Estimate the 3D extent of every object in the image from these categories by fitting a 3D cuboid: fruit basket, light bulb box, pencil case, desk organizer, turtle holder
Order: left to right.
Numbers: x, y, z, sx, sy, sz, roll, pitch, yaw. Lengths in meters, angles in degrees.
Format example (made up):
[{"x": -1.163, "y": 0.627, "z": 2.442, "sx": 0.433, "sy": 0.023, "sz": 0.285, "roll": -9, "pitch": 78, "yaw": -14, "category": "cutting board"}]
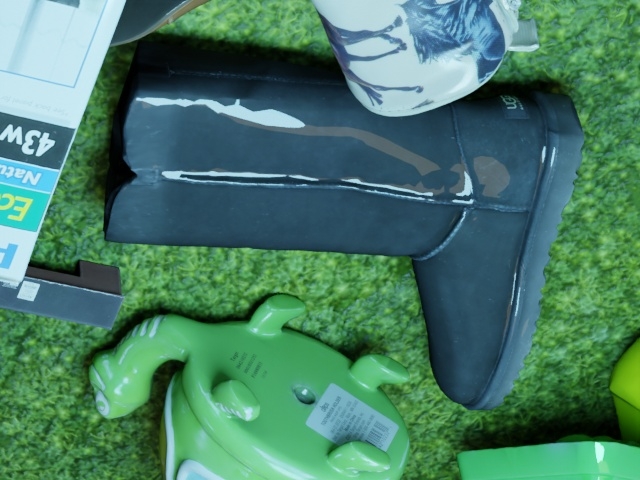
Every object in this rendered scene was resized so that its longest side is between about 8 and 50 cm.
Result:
[{"x": -0.294, "y": -0.226, "z": 1.556, "sx": 0.225, "sy": 0.358, "sz": 0.361, "roll": 14, "pitch": 123, "yaw": -18, "category": "light bulb box"}, {"x": -0.270, "y": 0.047, "z": 1.973, "sx": 0.130, "sy": 0.050, "sz": 0.047, "roll": 12, "pitch": 125, "yaw": -19, "category": "desk organizer"}, {"x": -0.078, "y": 0.211, "z": 2.015, "sx": 0.320, "sy": 0.243, "sz": 0.227, "roll": 15, "pitch": 125, "yaw": -22, "category": "turtle holder"}, {"x": 0.047, "y": -0.308, "z": 1.677, "sx": 0.183, "sy": 0.160, "sz": 0.410, "roll": -20, "pitch": 129, "yaw": 7, "category": "pencil case"}, {"x": 0.368, "y": 0.236, "z": 2.139, "sx": 0.392, "sy": 0.392, "sz": 0.283, "roll": 31, "pitch": 155, "yaw": -29, "category": "fruit basket"}]

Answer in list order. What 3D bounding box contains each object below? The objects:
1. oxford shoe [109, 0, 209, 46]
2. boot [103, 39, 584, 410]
[{"x": -0.139, "y": -0.227, "z": 1.772, "sx": 0.212, "sy": 0.076, "sz": 0.076, "roll": -22, "pitch": 168, "yaw": 19, "category": "oxford shoe"}, {"x": 0.000, "y": -0.002, "z": 1.916, "sx": 0.445, "sy": 0.146, "sz": 0.367, "roll": 3, "pitch": 118, "yaw": -17, "category": "boot"}]
